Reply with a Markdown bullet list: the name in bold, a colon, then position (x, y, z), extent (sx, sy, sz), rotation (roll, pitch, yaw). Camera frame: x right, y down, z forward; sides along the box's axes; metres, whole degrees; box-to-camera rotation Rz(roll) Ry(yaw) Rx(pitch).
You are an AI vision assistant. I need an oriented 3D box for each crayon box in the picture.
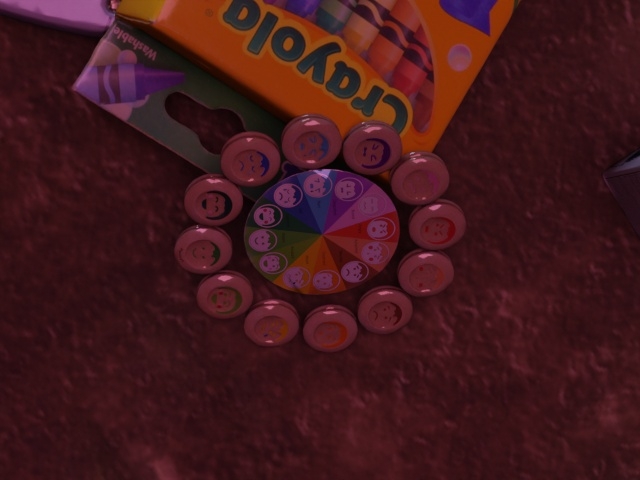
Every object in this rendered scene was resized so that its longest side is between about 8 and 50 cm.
- **crayon box**: position (0.019, -0.177, 1.029), extent (0.203, 0.083, 0.323), rotation (31, 88, -26)

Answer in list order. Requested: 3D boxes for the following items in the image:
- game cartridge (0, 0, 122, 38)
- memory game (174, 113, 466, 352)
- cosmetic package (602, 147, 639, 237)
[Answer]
- **game cartridge**: position (-0.188, -0.243, 1.055), extent (0.297, 0.062, 0.198), rotation (21, 92, -5)
- **memory game**: position (0.000, 0.000, 1.041), extent (0.186, 0.012, 0.186), rotation (-3, 127, -4)
- **cosmetic package**: position (0.306, -0.086, 1.081), extent (0.239, 0.099, 0.060), rotation (-32, 94, -5)
